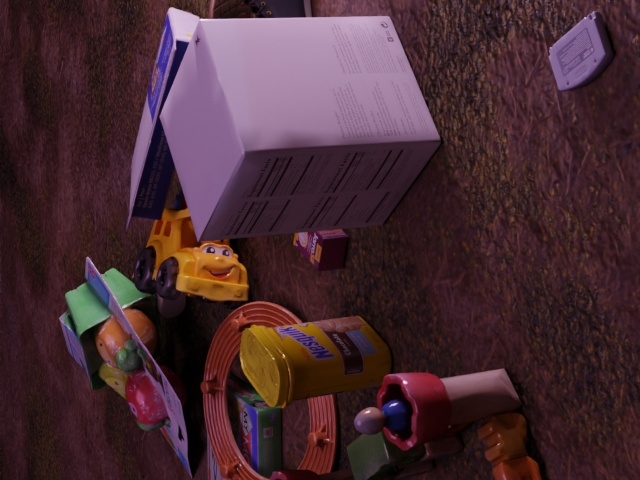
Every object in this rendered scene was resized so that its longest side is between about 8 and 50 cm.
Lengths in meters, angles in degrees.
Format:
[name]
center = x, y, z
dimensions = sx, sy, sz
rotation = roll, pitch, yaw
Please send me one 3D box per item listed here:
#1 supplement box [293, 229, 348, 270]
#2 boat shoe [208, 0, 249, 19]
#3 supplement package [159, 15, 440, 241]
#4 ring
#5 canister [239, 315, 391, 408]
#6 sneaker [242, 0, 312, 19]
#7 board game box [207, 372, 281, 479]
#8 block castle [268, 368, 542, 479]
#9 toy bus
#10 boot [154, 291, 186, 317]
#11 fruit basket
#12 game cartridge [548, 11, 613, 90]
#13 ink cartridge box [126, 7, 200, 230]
[supplement box]
center = 0.000, 0.000, 1.853
dimensions = 0.083, 0.043, 0.055
rotation = 45, 133, 51
[boat shoe]
center = -0.152, -0.337, 2.061
dimensions = 0.060, 0.064, 0.178
rotation = 43, 135, 50
[supplement package]
center = -0.031, -0.140, 1.639
dimensions = 0.198, 0.263, 0.199
rotation = -57, 46, 52
[ring]
center = -0.090, 0.262, 2.023
dimensions = 0.336, 0.032, 0.336
rotation = 5, 96, 49
[canister]
center = -0.006, 0.157, 1.755
dimensions = 0.126, 0.170, 0.073
rotation = 45, 134, 51
[sneaker]
center = -0.079, -0.325, 1.855
dimensions = 0.083, 0.118, 0.222
rotation = 18, 111, 61
[board game box]
center = -0.128, 0.399, 2.193
dimensions = 0.213, 0.046, 0.317
rotation = 22, 115, 61
[block castle]
center = 0.086, 0.361, 1.572
dimensions = 0.453, 0.213, 0.303
rotation = -49, 53, 55
[toy bus]
center = -0.198, -0.001, 2.165
dimensions = 0.220, 0.149, 0.211
rotation = 11, 89, 61
[boot]
center = -0.277, 0.050, 2.386
dimensions = 0.086, 0.069, 0.190
rotation = 59, 146, 36
[fruit basket]
center = -0.344, 0.244, 2.420
dimensions = 0.353, 0.165, 0.327
rotation = 58, 162, 28
[game cartridge]
center = 0.262, -0.186, 1.322
dimensions = 0.083, 0.017, 0.056
rotation = 140, 124, -59
[ink cartridge box]
center = -0.249, -0.197, 2.131
dimensions = 0.307, 0.072, 0.303
rotation = -113, 38, -66
